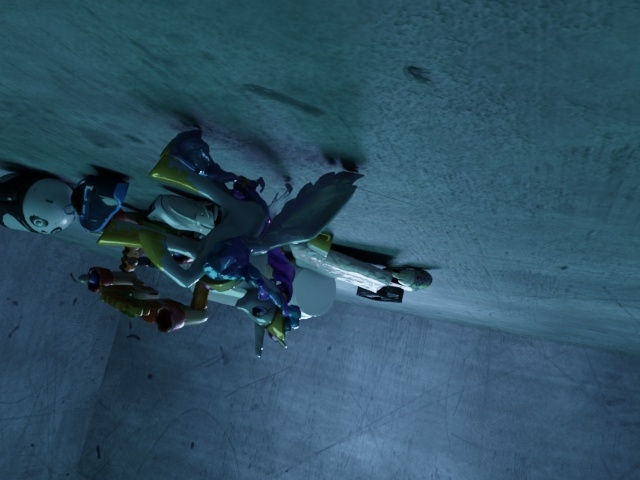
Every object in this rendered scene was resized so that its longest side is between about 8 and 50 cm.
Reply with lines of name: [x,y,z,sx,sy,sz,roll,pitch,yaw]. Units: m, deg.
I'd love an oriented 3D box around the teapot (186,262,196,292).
teapot: [-0.448,0.101,2.251,0.256,0.187,0.252,-13,-156,20]

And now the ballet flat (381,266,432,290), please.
ballet flat: [0.273,0.123,1.845,0.079,0.076,0.221,22,170,-29]

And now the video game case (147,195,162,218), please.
video game case: [-0.404,-0.072,1.672,0.210,0.041,0.232,17,169,-22]

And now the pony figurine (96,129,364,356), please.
pony figurine: [-0.137,-0.023,0.969,0.363,0.351,0.303,37,157,-20]

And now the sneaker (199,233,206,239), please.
sneaker: [-0.423,0.033,2.081,0.237,0.104,0.095,8,170,30]

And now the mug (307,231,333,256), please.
mug: [0.000,0.001,1.587,0.064,0.078,0.062,22,-158,-2]

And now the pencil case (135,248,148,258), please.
pencil case: [-0.714,0.045,2.460,0.284,0.124,0.124,1,165,44]

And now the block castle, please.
block castle: [-0.549,0.083,1.730,0.453,0.302,0.213,19,-171,34]

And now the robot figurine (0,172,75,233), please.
robot figurine: [-0.862,-0.108,1.642,0.278,0.173,0.209,8,-151,23]

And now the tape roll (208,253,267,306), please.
tape roll: [-0.299,0.091,1.866,0.169,0.246,0.246,17,169,-20]

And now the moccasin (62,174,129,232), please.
moccasin: [-0.619,-0.120,1.510,0.117,0.137,0.342,23,152,-27]

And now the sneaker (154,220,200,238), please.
sneaker: [-0.555,-0.027,1.967,0.146,0.102,0.293,25,159,-35]

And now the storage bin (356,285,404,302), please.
storage bin: [0.242,0.196,2.226,0.122,0.084,0.180,18,169,-29]

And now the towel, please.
towel: [0.062,0.090,1.842,0.332,0.053,0.317,19,169,3]

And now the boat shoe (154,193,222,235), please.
boat shoe: [-0.312,-0.065,1.489,0.088,0.096,0.268,-31,137,32]

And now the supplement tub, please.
supplement tub: [-0.118,0.182,2.153,0.235,0.235,0.325,20,167,-37]

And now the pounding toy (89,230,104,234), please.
pounding toy: [-0.776,-0.020,2.065,0.270,0.154,0.154,4,171,38]

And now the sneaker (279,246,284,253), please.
sneaker: [-0.158,0.030,1.928,0.075,0.057,0.161,-2,173,-19]
